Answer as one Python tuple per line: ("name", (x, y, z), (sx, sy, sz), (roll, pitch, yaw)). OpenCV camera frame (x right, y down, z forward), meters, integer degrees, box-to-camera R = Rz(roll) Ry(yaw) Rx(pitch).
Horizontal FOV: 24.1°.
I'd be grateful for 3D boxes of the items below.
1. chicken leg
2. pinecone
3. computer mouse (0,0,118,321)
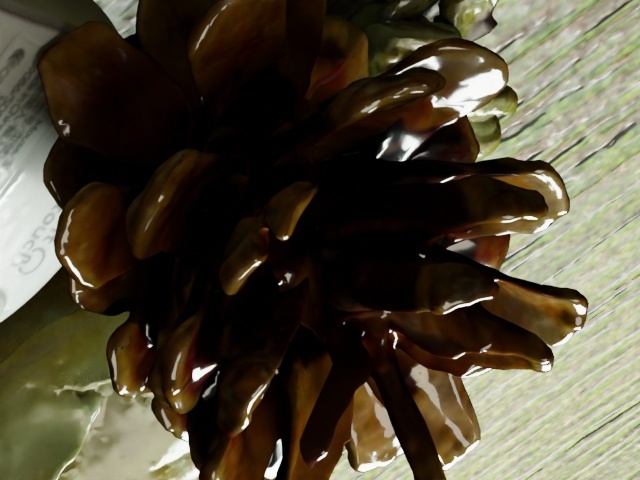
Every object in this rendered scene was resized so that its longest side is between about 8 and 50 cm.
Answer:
("chicken leg", (-0.061, 0.031, 0.752), (0.429, 0.153, 0.201), (-45, 132, 8))
("pinecone", (0.001, 0.001, 0.595), (0.202, 0.201, 0.229), (-35, 125, -5))
("computer mouse", (-0.194, -0.056, 0.574), (0.184, 0.121, 0.297), (-57, 158, 6))
